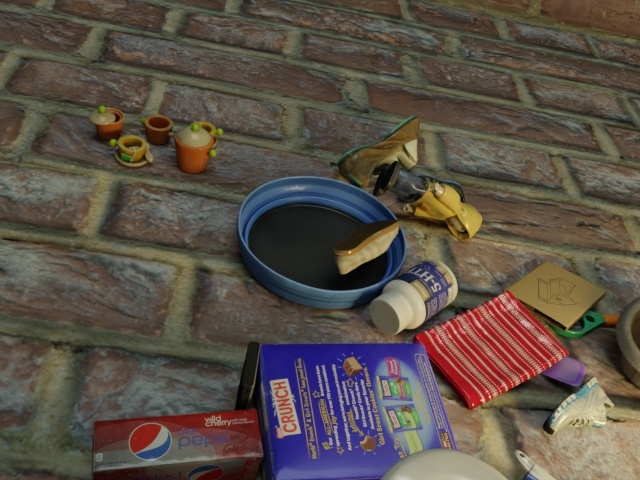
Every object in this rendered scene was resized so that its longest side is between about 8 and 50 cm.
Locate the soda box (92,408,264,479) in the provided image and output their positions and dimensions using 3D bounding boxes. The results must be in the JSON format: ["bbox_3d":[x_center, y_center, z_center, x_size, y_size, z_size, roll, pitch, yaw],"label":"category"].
[{"bbox_3d":[-0.230,0.340,1.089,0.263,0.083,0.092,1,44,-17],"label":"soda box"}]

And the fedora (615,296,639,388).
[{"bbox_3d":[0.759,0.240,1.463,0.275,0.124,0.244,-29,54,-29],"label":"fedora"}]

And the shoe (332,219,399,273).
[{"bbox_3d":[0.101,0.008,1.471,0.076,0.058,0.219,6,25,41],"label":"shoe"}]

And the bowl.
[{"bbox_3d":[0.000,0.000,1.543,0.391,0.077,0.391,9,41,-7],"label":"bowl"}]

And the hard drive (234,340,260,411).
[{"bbox_3d":[-0.130,0.254,1.175,0.022,0.135,0.094,11,42,-7],"label":"hard drive"}]

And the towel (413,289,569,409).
[{"bbox_3d":[0.354,0.220,1.408,0.275,0.031,0.199,-21,53,-23],"label":"towel"}]

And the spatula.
[{"bbox_3d":[0.427,0.219,1.460,0.296,0.030,0.084,31,43,19],"label":"spatula"}]

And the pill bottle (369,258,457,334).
[{"bbox_3d":[0.196,0.123,1.437,0.112,0.112,0.186,39,47,26],"label":"pill bottle"}]

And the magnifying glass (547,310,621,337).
[{"bbox_3d":[0.632,0.184,1.565,0.231,0.026,0.092,3,42,-15],"label":"magnifying glass"}]

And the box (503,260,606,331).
[{"bbox_3d":[0.551,0.125,1.583,0.164,0.021,0.201,31,41,34],"label":"box"}]

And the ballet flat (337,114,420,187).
[{"bbox_3d":[0.190,-0.233,1.847,0.124,0.116,0.342,50,49,8],"label":"ballet flat"}]

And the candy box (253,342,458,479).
[{"bbox_3d":[0.051,0.314,1.174,0.317,0.122,0.268,3,43,-15],"label":"candy box"}]

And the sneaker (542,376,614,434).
[{"bbox_3d":[0.515,0.340,1.325,0.190,0.071,0.083,-22,59,-35],"label":"sneaker"}]

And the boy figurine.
[{"bbox_3d":[0.271,-0.092,1.679,0.285,0.177,0.092,29,67,-17],"label":"boy figurine"}]

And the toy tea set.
[{"bbox_3d":[-0.411,-0.278,1.692,0.336,0.124,0.200,4,42,-12],"label":"toy tea set"}]

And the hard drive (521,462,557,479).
[{"bbox_3d":[0.409,0.501,1.003,0.318,0.210,0.040,36,44,22],"label":"hard drive"}]

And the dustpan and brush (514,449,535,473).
[{"bbox_3d":[0.409,0.457,1.166,0.147,0.060,0.211,-23,53,-35],"label":"dustpan and brush"}]

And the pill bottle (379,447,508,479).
[{"bbox_3d":[0.120,0.446,0.864,0.204,0.361,0.204,8,42,-8],"label":"pill bottle"}]

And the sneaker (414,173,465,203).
[{"bbox_3d":[0.298,-0.126,1.778,0.188,0.067,0.078,5,36,-15],"label":"sneaker"}]
